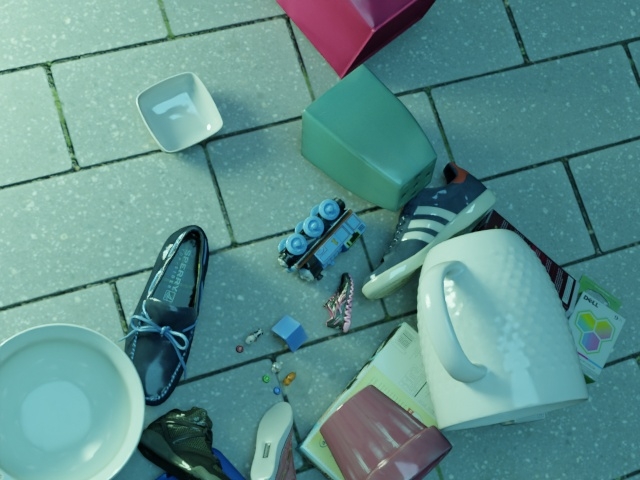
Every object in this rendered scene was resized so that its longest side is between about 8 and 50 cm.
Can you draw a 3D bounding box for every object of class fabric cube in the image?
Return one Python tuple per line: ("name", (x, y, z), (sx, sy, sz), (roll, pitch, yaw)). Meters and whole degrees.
("fabric cube", (0.081, -0.531, 2.081), (0.259, 0.254, 0.258), (-40, 88, -20))

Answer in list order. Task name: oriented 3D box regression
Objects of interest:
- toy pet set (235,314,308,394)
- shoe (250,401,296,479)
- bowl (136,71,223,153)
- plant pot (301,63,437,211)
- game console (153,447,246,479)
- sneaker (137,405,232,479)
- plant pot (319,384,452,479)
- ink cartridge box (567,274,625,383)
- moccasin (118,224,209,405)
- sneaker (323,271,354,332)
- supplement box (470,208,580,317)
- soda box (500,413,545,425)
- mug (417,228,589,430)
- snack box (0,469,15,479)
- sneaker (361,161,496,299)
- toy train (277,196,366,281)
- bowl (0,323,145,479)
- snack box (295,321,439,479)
("toy pet set", (-0.077, 0.207, 1.957), (0.114, 0.065, 0.122), (-43, 90, -20))
("shoe", (-0.078, 0.392, 1.917), (0.063, 0.081, 0.178), (-7, 45, 23))
("bowl", (-0.278, -0.244, 2.024), (0.142, 0.053, 0.142), (-28, 85, -19))
("plant pot", (0.102, -0.181, 2.012), (0.165, 0.165, 0.234), (-39, 71, -19))
("game console", (-0.225, 0.555, 1.824), (0.293, 0.173, 0.250), (-29, 116, -32))
("sneaker", (-0.208, 0.372, 1.840), (0.227, 0.087, 0.130), (28, 57, 29))
("plant pot", (0.103, 0.364, 1.844), (0.201, 0.201, 0.180), (-35, 72, -19))
("ink cartridge box", (0.549, 0.177, 2.126), (0.109, 0.062, 0.209), (34, 70, -4))
("moccasin", (-0.287, 0.127, 1.895), (0.137, 0.117, 0.342), (11, 74, -11))
("sneaker", (0.035, 0.118, 2.023), (0.057, 0.047, 0.119), (6, 73, -1))
("supplement box", (0.402, 0.059, 2.082), (0.239, 0.073, 0.130), (41, 32, -2))
("soda box", (0.382, 0.254, 2.058), (0.069, 0.074, 0.216), (-5, 77, -15))
("mug", (0.287, 0.153, 1.858), (0.374, 0.276, 0.328), (12, 62, -56))
("snack box", (-0.523, 0.478, 1.701), (0.174, 0.207, 0.070), (37, 40, -4))
("sneaker", (0.184, -0.026, 2.059), (0.350, 0.131, 0.148), (-38, 81, -25))
("toy train", (0.000, 0.000, 2.023), (0.105, 0.080, 0.184), (45, 70, -7))
("bowl", (-0.456, 0.301, 1.800), (0.298, 0.134, 0.298), (3, 75, -13))
("snack box", (0.125, 0.336, 1.979), (0.187, 0.060, 0.322), (43, 70, -1))
